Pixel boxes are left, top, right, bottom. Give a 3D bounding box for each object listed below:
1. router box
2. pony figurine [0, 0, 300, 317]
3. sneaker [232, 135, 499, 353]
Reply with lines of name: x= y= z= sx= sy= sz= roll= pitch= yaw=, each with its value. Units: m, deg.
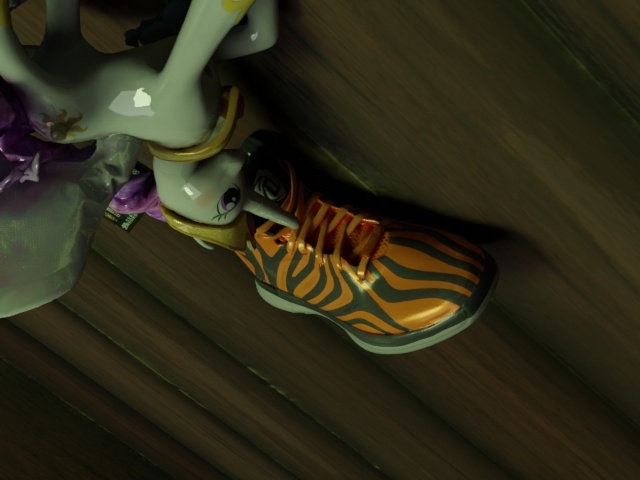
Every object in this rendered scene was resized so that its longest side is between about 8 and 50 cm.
router box: x=-0.233 y=-0.061 z=1.427 sx=0.092 sy=0.038 sz=0.122 roll=34 pitch=157 yaw=-8
pony figurine: x=-0.183 y=-0.103 z=0.965 sx=0.351 sy=0.302 sz=0.363 roll=0 pitch=143 yaw=-5
sneaker: x=0.000 y=0.000 z=1.158 sx=0.321 sy=0.124 sz=0.180 roll=5 pitch=148 yaw=46
